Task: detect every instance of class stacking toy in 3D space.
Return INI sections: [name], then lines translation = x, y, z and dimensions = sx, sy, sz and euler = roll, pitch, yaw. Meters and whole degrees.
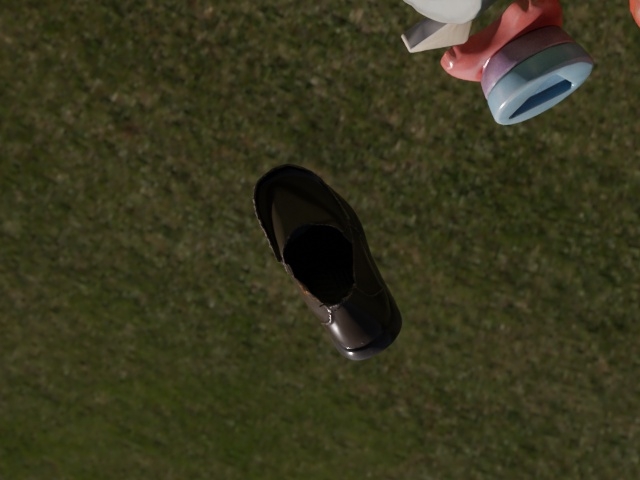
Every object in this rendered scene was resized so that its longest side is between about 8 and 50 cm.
[stacking toy]
translation = 0.268, -0.230, 1.313
dimensions = 0.309, 0.130, 0.279
euler = -38, 161, 32

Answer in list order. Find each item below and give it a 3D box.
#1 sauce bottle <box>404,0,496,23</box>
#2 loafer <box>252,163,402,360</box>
[sauce bottle]
translation = 0.157, -0.226, 0.550
dimensions = 0.111, 0.344, 0.111
euler = 40, 162, 16
[loafer]
translation = 0.000, 0.000, 1.016
dimensions = 0.220, 0.080, 0.078
euler = 55, 179, 42
